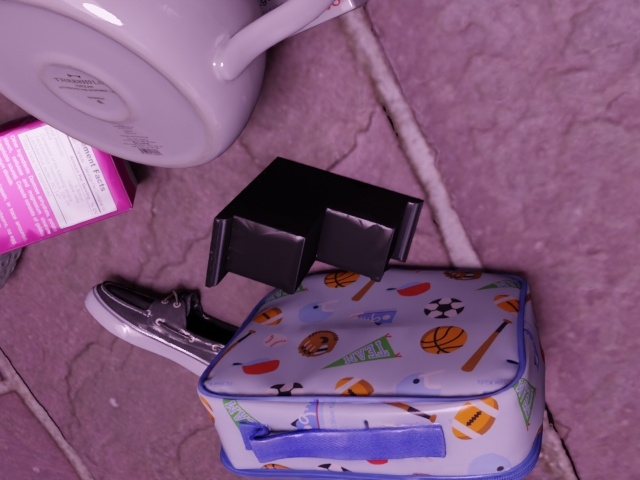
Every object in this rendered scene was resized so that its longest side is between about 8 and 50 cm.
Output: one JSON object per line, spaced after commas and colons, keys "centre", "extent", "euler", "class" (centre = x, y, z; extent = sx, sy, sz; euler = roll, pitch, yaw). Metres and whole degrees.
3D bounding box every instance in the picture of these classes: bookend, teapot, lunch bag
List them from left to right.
{"centre": [-0.140, -0.188, 0.542], "extent": [0.256, 0.187, 0.252], "euler": [26, 159, -13], "class": "teapot"}
{"centre": [0.000, 0.000, 0.642], "extent": [0.157, 0.156, 0.072], "euler": [17, 120, 9], "class": "bookend"}
{"centre": [0.046, 0.122, 0.637], "extent": [0.304, 0.243, 0.114], "euler": [-6, 113, 20], "class": "lunch bag"}

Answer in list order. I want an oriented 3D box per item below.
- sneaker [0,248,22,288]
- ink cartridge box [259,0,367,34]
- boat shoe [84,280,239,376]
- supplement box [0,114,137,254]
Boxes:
{"centre": [-0.440, -0.070, 0.800], "extent": [0.129, 0.111, 0.297], "euler": [2, 111, 32], "class": "sneaker"}
{"centre": [-0.024, -0.241, 0.588], "extent": [0.089, 0.052, 0.122], "euler": [-16, 111, 26], "class": "ink cartridge box"}
{"centre": [-0.156, 0.095, 0.793], "extent": [0.229, 0.080, 0.076], "euler": [30, 104, 6], "class": "boat shoe"}
{"centre": [-0.307, -0.056, 0.690], "extent": [0.220, 0.111, 0.113], "euler": [-19, 110, -7], "class": "supplement box"}
